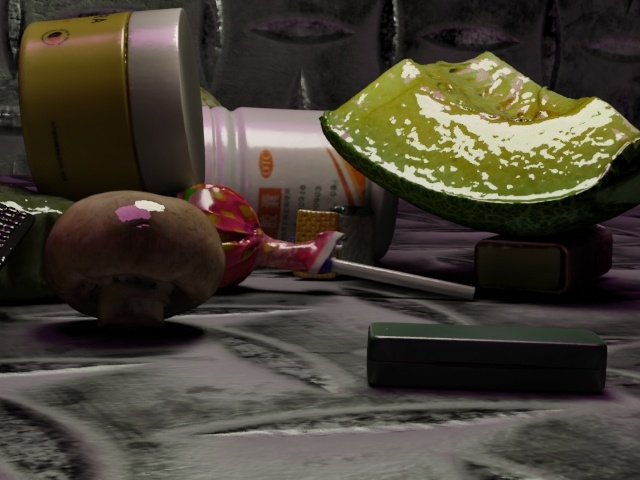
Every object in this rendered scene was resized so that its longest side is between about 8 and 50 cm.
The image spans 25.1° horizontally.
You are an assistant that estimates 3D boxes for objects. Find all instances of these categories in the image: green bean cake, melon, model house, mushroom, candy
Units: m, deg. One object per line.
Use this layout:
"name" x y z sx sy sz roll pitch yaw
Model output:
"green bean cake" -0.370 -0.001 1.519 0.227 0.125 0.222 4 5 -32
"melon" 0.223 -0.104 1.681 0.331 0.226 0.343 9 26 -38
"model house" 0.000 0.000 1.752 0.100 0.087 0.101 0 2 -28
"mushroom" -0.172 0.024 1.320 0.166 0.127 0.166 3 -17 1
"candy" -0.009 0.022 1.595 0.365 0.124 0.124 11 7 5

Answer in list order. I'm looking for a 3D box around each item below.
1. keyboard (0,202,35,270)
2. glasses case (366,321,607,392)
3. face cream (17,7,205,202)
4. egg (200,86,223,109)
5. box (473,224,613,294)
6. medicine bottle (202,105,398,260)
"keyboard" -0.332 0.021 1.296 0.087 0.017 0.250 18 28 2
"glasses case" 0.129 0.092 1.135 0.184 0.039 0.078 2 5 1
"face cream" -0.237 -0.153 1.662 0.179 0.218 0.218 -5 6 1
"egg" -0.270 -0.132 2.240 0.289 0.238 0.238 -12 2 16
"box" 0.275 0.020 1.748 0.120 0.069 0.224 4 8 26
"medicine bottle" -0.069 -0.074 1.892 0.316 0.202 0.202 1 6 -9
